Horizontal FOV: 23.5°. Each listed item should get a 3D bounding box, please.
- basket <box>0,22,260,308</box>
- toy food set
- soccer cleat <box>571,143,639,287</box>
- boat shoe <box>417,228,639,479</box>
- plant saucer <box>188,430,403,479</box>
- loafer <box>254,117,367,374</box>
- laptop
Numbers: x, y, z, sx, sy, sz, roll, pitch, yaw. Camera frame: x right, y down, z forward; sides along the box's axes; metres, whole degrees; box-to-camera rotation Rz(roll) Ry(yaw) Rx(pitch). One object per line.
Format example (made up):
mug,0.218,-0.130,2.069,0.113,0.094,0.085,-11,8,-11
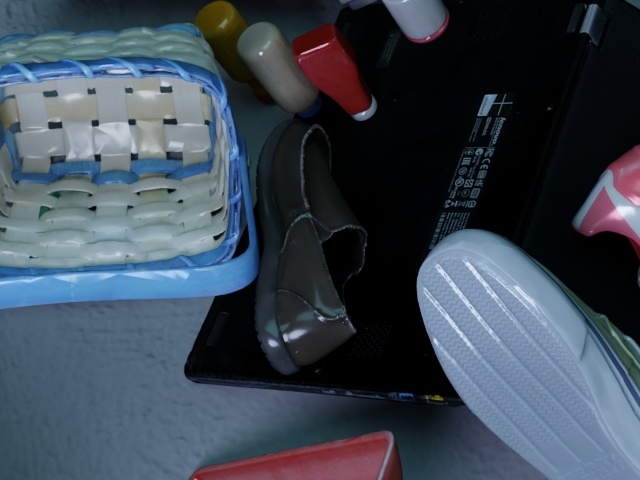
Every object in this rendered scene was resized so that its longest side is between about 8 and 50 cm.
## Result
basket,-0.168,-0.042,1.163,0.254,0.201,0.289,-2,30,2
toy food set,0.023,-0.168,1.249,0.232,0.104,0.111,-23,50,16
soccer cleat,0.291,0.031,1.129,0.095,0.083,0.248,-44,106,8
boat shoe,0.180,0.104,1.040,0.302,0.109,0.094,51,44,-13
plant saucer,-0.049,0.263,1.012,0.047,0.258,0.259,34,60,-23
loafer,0.000,0.000,1.151,0.078,0.080,0.220,-11,54,16
laptop,0.170,0.013,1.239,0.407,0.236,0.382,1,56,36
